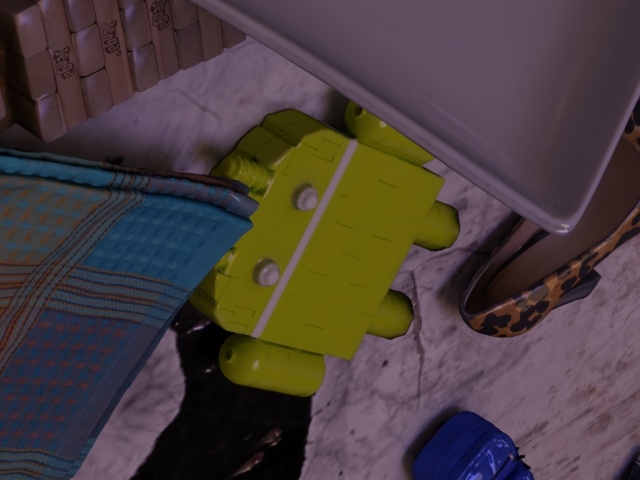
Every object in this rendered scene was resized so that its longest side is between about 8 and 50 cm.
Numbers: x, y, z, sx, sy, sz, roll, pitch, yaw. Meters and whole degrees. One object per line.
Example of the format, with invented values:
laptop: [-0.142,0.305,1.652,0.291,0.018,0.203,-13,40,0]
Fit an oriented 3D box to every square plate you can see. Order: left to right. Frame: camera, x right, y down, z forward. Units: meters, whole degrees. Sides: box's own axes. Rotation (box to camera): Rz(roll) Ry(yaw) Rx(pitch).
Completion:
square plate: [0.064,-0.225,0.929,0.347,0.344,0.049,-60,-175,-21]

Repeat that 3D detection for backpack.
backpack: [0.149,0.218,1.482,0.098,0.101,0.120,-49,137,-19]

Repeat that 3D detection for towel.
towel: [-0.212,0.058,0.965,0.271,0.040,0.370,-53,154,15]

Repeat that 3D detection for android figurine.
android figurine: [0.000,0.000,1.220,0.273,0.056,0.248,21,100,-52]

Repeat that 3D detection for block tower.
block tower: [-0.204,-0.099,0.915,0.335,0.091,0.097,-31,135,-28]

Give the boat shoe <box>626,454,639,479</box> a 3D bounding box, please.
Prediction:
boat shoe: [0.385,0.302,1.812,0.083,0.065,0.183,-53,135,-1]

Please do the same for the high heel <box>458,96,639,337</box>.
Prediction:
high heel: [0.216,-0.031,1.381,0.186,0.093,0.261,-16,135,-46]
